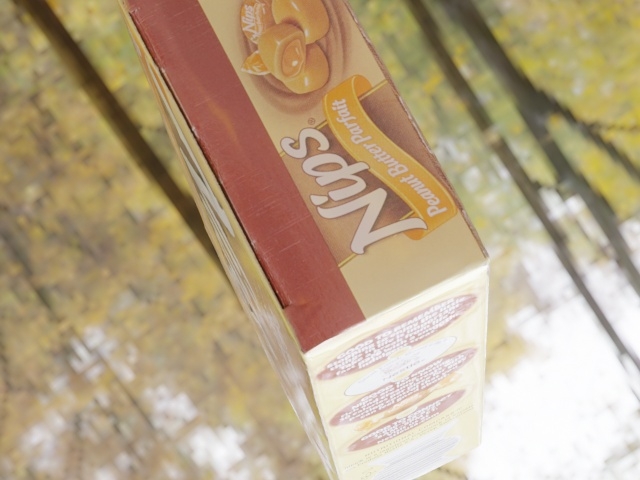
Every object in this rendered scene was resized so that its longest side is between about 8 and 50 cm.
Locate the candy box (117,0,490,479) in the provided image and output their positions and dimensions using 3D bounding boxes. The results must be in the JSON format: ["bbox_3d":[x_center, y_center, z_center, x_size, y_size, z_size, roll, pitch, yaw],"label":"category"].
[{"bbox_3d":[0.000,0.000,0.913,0.087,0.183,0.316,-27,162,-6],"label":"candy box"}]
